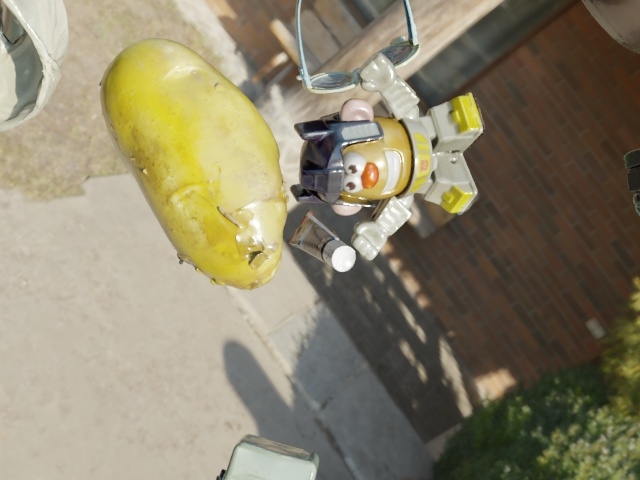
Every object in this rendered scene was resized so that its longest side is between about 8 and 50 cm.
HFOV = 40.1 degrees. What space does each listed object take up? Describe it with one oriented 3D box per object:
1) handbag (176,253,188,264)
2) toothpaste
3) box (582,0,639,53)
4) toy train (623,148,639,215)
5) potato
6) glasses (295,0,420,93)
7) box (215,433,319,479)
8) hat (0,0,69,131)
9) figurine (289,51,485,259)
[{"bbox_3d":[-0.217,0.009,1.621,0.072,0.111,0.047,59,-8,3],"label":"handbag"},{"bbox_3d":[0.000,0.000,1.520,0.045,0.071,0.193,31,1,-30],"label":"toothpaste"},{"bbox_3d":[0.487,-0.380,1.086,0.301,0.301,0.216,41,-7,-28],"label":"box"},{"bbox_3d":[0.559,-0.090,1.374,0.170,0.071,0.111,-4,85,-24],"label":"toy train"},{"bbox_3d":[-0.131,-0.084,0.976,0.300,0.173,0.140,60,29,2],"label":"potato"},{"bbox_3d":[0.054,-0.305,1.227,0.088,0.189,0.220,59,-13,32],"label":"glasses"},{"bbox_3d":[-0.080,0.385,1.451,0.172,0.093,0.124,15,-1,2],"label":"box"},{"bbox_3d":[-0.320,-0.248,0.926,0.164,0.219,0.226,10,43,0],"label":"hat"},{"bbox_3d":[0.092,-0.120,1.302,0.308,0.308,0.143,48,-10,-12],"label":"figurine"}]
